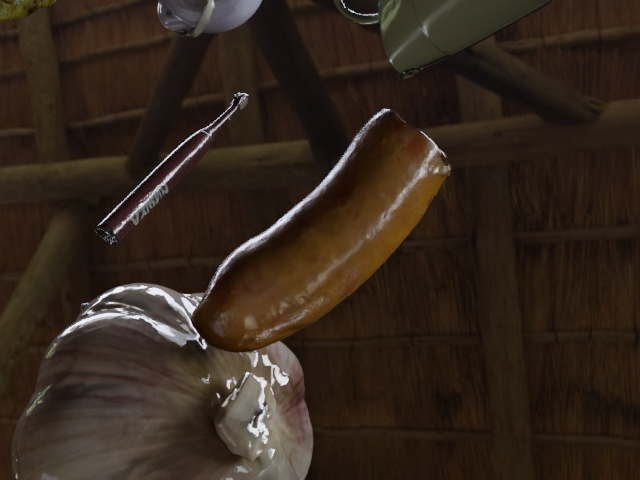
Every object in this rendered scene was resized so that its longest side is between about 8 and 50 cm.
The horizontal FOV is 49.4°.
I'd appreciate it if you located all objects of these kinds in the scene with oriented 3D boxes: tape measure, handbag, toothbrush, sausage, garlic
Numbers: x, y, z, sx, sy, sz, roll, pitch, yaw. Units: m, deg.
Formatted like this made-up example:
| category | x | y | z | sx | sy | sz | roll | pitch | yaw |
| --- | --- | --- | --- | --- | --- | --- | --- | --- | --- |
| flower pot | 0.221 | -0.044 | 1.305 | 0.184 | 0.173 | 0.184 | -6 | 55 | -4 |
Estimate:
| category | x | y | z | sx | sy | sz | roll | pitch | yaw |
| --- | --- | --- | --- | --- | --- | --- | --- | --- | --- |
| tape measure | -0.171 | -0.412 | 1.046 | 0.179 | 0.196 | 0.105 | -10 | -175 | 11 |
| handbag | 0.122 | -0.308 | 0.722 | 0.109 | 0.241 | 0.315 | -11 | -178 | -30 |
| toothbrush | -0.213 | -0.125 | 1.074 | 0.041 | 0.040 | 0.364 | 11 | -132 | 32 |
| sausage | 0.000 | 0.001 | 0.634 | 0.270 | 0.109 | 0.109 | -42 | -134 | -7 |
| garlic | -0.136 | 0.188 | 0.692 | 0.241 | 0.322 | 0.321 | -25 | -136 | 11 |

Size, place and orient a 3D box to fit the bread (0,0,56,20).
| category | x | y | z | sx | sy | sz | roll | pitch | yaw |
| --- | --- | --- | --- | --- | --- | --- | --- | --- | --- |
| bread | -0.245 | -0.231 | 0.531 | 0.064 | 0.117 | 0.156 | 25 | -149 | 7 |
